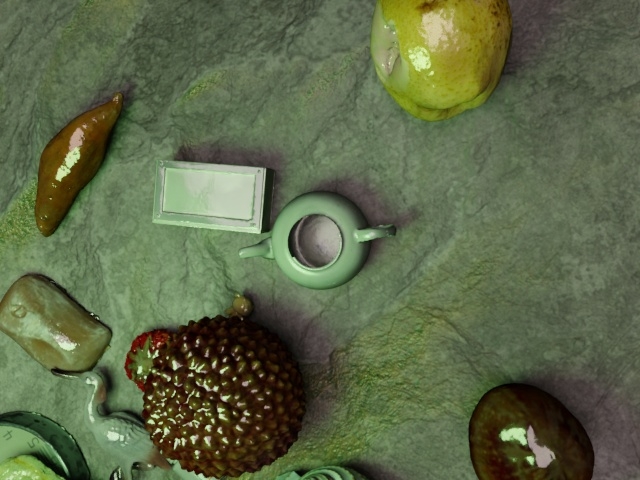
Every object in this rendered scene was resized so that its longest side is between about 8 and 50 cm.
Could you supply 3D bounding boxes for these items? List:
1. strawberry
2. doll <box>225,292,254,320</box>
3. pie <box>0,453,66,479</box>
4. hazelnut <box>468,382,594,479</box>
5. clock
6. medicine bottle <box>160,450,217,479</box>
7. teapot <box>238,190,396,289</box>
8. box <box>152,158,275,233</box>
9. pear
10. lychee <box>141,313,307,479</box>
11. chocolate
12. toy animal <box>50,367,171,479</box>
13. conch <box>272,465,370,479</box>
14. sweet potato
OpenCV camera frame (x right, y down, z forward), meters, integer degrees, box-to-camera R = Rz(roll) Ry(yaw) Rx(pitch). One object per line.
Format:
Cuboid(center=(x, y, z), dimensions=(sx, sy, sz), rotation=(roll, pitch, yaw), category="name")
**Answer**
Cuboid(center=(-0.338, 0.255, 1.385), dimensions=(0.145, 0.086, 0.145), rotation=(0, 90, 10), category="strawberry")
Cuboid(center=(-0.174, 0.153, 1.368), dimensions=(0.093, 0.051, 0.061), rotation=(-50, 58, 6), category="doll")
Cuboid(center=(-0.591, 0.569, 1.375), dimensions=(0.248, 0.090, 0.201), rotation=(32, 100, 10), category="pie")
Cuboid(center=(0.370, 0.377, 1.201), dimensions=(0.218, 0.218, 0.234), rotation=(-45, 87, 9), category="hazelnut")
Cuboid(center=(-0.665, 0.541, 1.465), dimensions=(0.325, 0.067, 0.325), rotation=(0, 93, 10), category="clock")
Cuboid(center=(-0.261, 0.456, 1.380), dimensions=(0.130, 0.080, 0.080), rotation=(42, 99, 6), category="medicine bottle")
Cuboid(center=(0.000, 0.000, 1.290), dimensions=(0.294, 0.129, 0.193), rotation=(-8, 92, 11), category="teapot")
Cuboid(center=(-0.214, -0.089, 1.348), dimensions=(0.225, 0.086, 0.129), rotation=(5, 93, 9), category="box")
Cuboid(center=(0.209, -0.346, 1.177), dimensions=(0.271, 0.271, 0.271), rotation=(0, 92, 10), category="pear")
Cuboid(center=(-0.176, 0.294, 1.253), dimensions=(0.306, 0.330, 0.306), rotation=(-3, 86, 38), category="lychee")
Cuboid(center=(-0.586, 0.189, 1.428), dimensions=(0.261, 0.083, 0.161), rotation=(34, 99, 7), category="chocolate")
Cuboid(center=(-0.431, 0.403, 1.398), dimensions=(0.195, 0.090, 0.324), rotation=(-13, 97, -1), category="toy animal")
Cuboid(center=(-0.003, 0.600, 1.280), dimensions=(0.303, 0.215, 0.319), rotation=(-14, 89, 21), category="conch")
Cuboid(center=(-0.518, -0.165, 1.390), dimensions=(0.112, 0.112, 0.359), rotation=(40, 101, 6), category="sweet potato")
